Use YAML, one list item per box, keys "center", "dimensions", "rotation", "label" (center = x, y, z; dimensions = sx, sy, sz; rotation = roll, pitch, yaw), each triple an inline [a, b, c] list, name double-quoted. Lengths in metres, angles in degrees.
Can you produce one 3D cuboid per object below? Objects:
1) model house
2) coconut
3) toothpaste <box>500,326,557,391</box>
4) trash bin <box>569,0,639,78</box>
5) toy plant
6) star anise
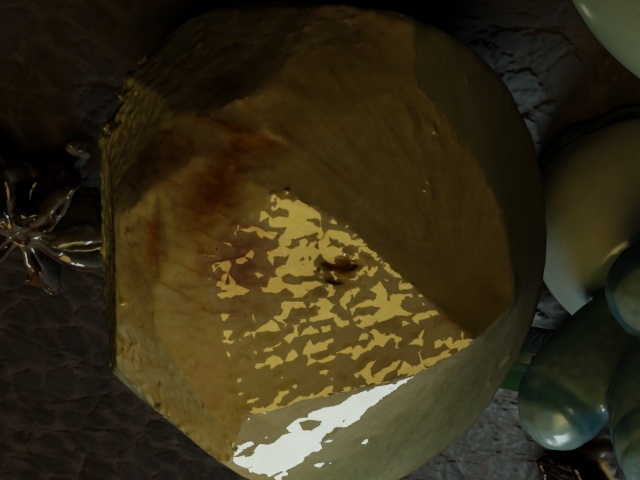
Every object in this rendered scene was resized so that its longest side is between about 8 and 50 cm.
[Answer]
- center: [0.293, 0.192, 1.723]
  dimensions: [0.164, 0.141, 0.203]
  rotation: [1, 112, 38]
  label: "model house"
- center: [0.000, 0.000, 1.404]
  dimensions: [0.415, 0.344, 0.415]
  rotation: [36, 138, 40]
  label: "coconut"
- center: [0.203, 0.114, 1.643]
  dimensions: [0.392, 0.099, 0.061]
  rotation: [9, 124, 21]
  label: "toothpaste"
- center: [0.362, -0.270, 1.200]
  dimensions: [0.432, 0.280, 0.280]
  rotation: [-17, 125, 19]
  label: "trash bin"
- center: [0.284, 0.072, 1.465]
  dimensions: [0.247, 0.332, 0.247]
  rotation: [4, 131, 4]
  label: "toy plant"
- center: [-0.264, -0.033, 1.630]
  dimensions: [0.231, 0.089, 0.209]
  rotation: [-20, 136, 32]
  label: "star anise"
